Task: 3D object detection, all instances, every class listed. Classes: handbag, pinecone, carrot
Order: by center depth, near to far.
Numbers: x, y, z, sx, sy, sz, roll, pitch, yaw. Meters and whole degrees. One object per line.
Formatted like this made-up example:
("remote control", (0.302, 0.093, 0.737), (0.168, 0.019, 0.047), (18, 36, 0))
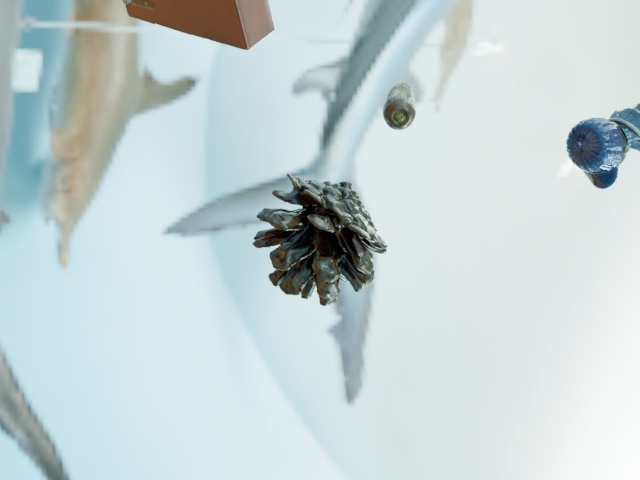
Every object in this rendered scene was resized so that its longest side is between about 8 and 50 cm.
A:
("handbag", (-0.143, -0.283, 1.627), (0.190, 0.063, 0.127), (19, -41, 36))
("carrot", (0.108, -0.189, 2.102), (0.191, 0.047, 0.047), (-82, 178, -73))
("pinecone", (-0.002, 0.002, 2.496), (0.201, 0.229, 0.202), (-38, -138, 26))

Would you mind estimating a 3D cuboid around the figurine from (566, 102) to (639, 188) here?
("figurine", (0.354, -0.124, 1.820), (0.077, 0.136, 0.079), (47, -19, 27))
